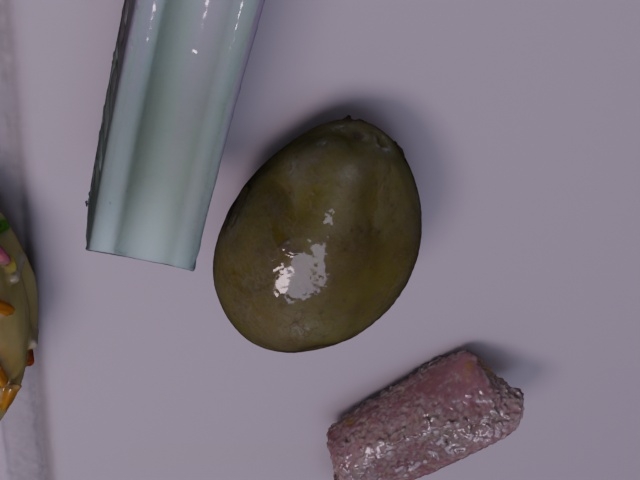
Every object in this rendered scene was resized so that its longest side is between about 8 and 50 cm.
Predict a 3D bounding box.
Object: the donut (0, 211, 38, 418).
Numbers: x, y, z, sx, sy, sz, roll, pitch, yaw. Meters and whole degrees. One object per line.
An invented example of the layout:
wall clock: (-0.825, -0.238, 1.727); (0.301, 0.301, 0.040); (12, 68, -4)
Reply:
donut: (-0.422, 0.106, 1.123); (0.371, 0.150, 0.307); (-39, 129, 6)

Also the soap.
soap: (-0.122, -0.128, 0.990); (0.095, 0.173, 0.289); (8, 128, -14)

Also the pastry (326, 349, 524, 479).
pastry: (0.092, 0.212, 1.348); (0.265, 0.103, 0.112); (-38, 117, 20)

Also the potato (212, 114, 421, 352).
potato: (0.000, 0.000, 1.128); (0.178, 0.160, 0.235); (-11, 127, -51)
